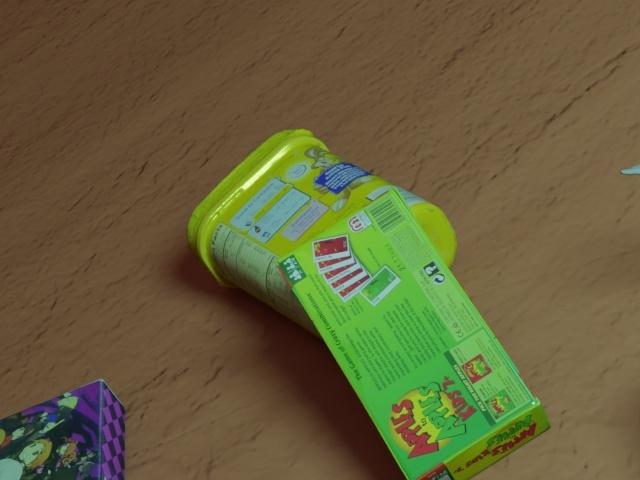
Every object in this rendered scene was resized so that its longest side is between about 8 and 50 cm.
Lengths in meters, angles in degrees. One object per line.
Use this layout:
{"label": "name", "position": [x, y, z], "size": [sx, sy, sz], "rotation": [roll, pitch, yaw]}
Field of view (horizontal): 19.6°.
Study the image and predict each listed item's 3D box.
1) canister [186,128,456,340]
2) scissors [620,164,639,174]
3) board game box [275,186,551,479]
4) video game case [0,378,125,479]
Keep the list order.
{"label": "canister", "position": [0.000, 0.000, 1.306], "size": [0.126, 0.073, 0.170], "rotation": [-44, 39, -13]}
{"label": "scissors", "position": [0.323, -0.038, 1.035], "size": [0.297, 0.021, 0.109], "rotation": [-13, 56, 8]}
{"label": "board game box", "position": [0.056, 0.064, 1.158], "size": [0.092, 0.043, 0.181], "rotation": [-33, 59, 1]}
{"label": "video game case", "position": [-0.231, 0.218, 1.248], "size": [0.210, 0.042, 0.232], "rotation": [-22, 37, 12]}
